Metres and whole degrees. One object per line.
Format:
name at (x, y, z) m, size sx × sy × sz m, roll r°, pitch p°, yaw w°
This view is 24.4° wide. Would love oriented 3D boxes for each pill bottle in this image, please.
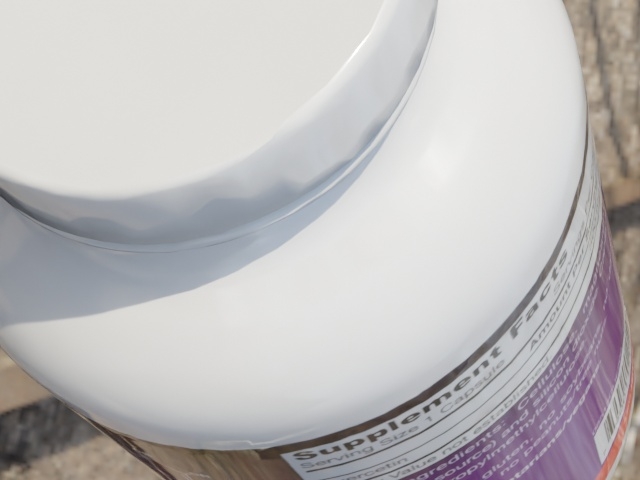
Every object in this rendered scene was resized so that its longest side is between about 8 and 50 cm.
pill bottle at (0.000, 0.000, 0.472) m, size 0.323 × 0.182 × 0.181 m, roll 58°, pitch 45°, yaw -61°
